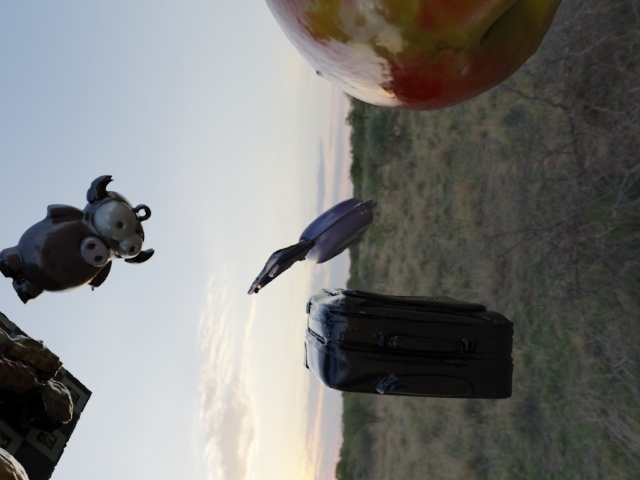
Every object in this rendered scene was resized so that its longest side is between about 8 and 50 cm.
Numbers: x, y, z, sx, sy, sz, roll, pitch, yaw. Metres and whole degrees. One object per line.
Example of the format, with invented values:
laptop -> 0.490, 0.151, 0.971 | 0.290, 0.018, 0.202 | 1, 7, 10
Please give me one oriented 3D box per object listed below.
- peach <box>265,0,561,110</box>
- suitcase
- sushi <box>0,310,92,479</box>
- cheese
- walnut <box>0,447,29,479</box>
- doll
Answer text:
peach -> 0.099, -0.347, 0.578 | 0.388, 0.388, 0.389 | 2, -90, -85
suitcase -> 0.146, 0.190, 0.898 | 0.339, 0.345, 0.188 | 160, 116, -80
sushi -> -0.502, 0.207, 0.746 | 0.343, 0.064, 0.359 | 51, -177, -18
cheese -> 0.000, 0.000, 0.550 | 0.191, 0.042, 0.105 | -30, -14, -38
walnut -> -0.326, 0.268, 0.415 | 0.144, 0.144, 0.180 | -62, -32, -79
doll -> -0.418, 0.003, 0.850 | 0.117, 0.257, 0.182 | 37, 149, 54
